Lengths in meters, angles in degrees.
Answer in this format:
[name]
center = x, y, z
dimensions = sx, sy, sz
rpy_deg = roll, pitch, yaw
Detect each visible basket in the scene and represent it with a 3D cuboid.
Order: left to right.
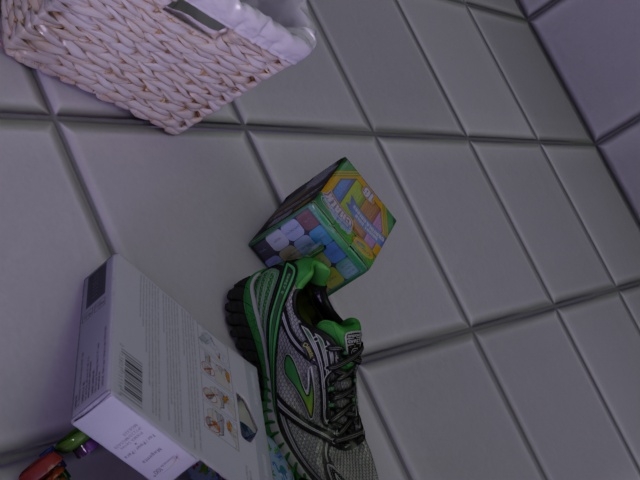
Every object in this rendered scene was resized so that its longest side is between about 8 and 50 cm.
[basket]
center = -0.224, -0.363, 1.518
dimensions = 0.328, 0.266, 0.331
rpy_deg = 24, 43, -43

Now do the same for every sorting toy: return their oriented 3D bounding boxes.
[sorting toy]
center = -0.252, 0.222, 1.133
dimensions = 0.102, 0.061, 0.042
rpy_deg = -39, 96, -37

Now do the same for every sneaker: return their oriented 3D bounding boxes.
[sneaker]
center = -0.005, 0.180, 1.449
dimensions = 0.134, 0.146, 0.343
rpy_deg = 2, 62, -55

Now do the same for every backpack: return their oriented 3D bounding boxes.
[backpack]
center = -0.091, 0.264, 1.305
dimensions = 0.114, 0.084, 0.105
rpy_deg = 56, 27, 5

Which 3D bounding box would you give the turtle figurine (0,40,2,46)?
[turtle figurine]
center = -0.445, -0.145, 1.155
dimensions = 0.198, 0.274, 0.266
rpy_deg = -4, 42, -33

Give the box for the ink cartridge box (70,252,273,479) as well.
[ink cartridge box]
center = -0.159, 0.165, 1.251
dimensions = 0.239, 0.060, 0.275
rpy_deg = 44, 15, -27

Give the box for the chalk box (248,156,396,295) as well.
[chalk box]
center = 0.000, 0.000, 1.639
dimensions = 0.132, 0.132, 0.213
rpy_deg = 51, 32, -11

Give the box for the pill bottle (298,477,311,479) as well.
[pill bottle]
center = 0.065, 0.354, 1.325
dimensions = 0.219, 0.123, 0.123
rpy_deg = 17, 32, 8
